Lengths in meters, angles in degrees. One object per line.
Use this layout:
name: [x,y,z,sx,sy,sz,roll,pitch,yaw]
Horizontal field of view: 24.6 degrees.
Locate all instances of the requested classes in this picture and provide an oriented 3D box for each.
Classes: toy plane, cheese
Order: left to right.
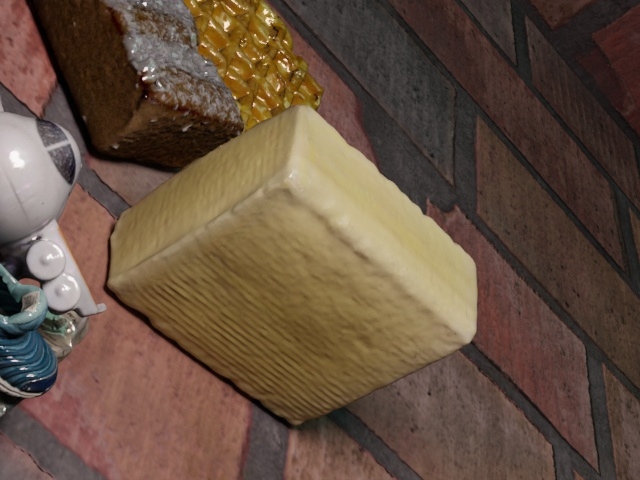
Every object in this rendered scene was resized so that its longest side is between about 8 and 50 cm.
toy plane: [-0.236,-0.047,1.142,0.244,0.117,0.244,59,-12,21]
cheese: [-0.023,0.032,1.368,0.265,0.242,0.124,40,39,-32]

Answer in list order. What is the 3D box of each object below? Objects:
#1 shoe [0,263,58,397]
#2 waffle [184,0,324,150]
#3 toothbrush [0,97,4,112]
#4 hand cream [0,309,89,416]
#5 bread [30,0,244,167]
shoe: [-0.230,0.053,1.058,0.143,0.071,0.064,58,26,-29]
waffle: [-0.103,-0.208,1.715,0.302,0.068,0.325,13,52,-56]
toothbrush: [-0.308,-0.160,1.343,0.017,0.014,0.194,17,47,-55]
hand cream: [-0.249,0.096,1.117,0.075,0.052,0.248,50,28,-2]
bread: [-0.227,-0.275,1.514,0.165,0.113,0.416,7,53,-61]
